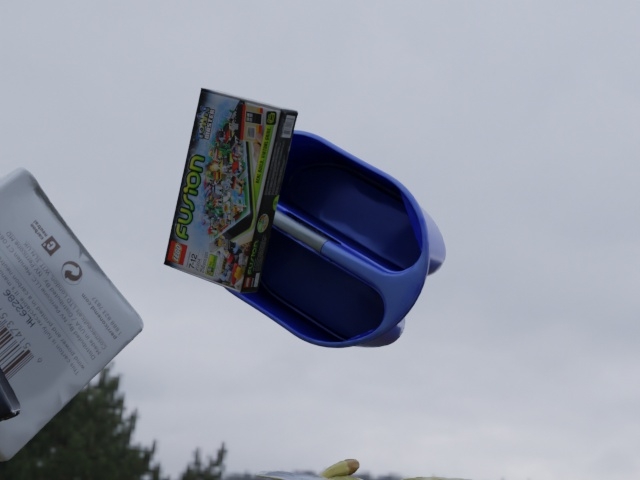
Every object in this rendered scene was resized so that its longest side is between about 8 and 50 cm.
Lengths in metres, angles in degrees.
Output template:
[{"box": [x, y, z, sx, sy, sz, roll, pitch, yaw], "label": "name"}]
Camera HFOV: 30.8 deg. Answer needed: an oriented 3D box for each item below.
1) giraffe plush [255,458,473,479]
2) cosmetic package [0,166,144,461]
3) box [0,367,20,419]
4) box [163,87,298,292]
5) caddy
[{"box": [0.038, 0.290, 0.960, 0.210, 0.170, 0.181, 7, 8, 32], "label": "giraffe plush"}, {"box": [-0.570, 0.139, 1.841, 0.394, 0.327, 0.329, -17, -67, 46], "label": "cosmetic package"}, {"box": [-0.549, 0.140, 1.346, 0.294, 0.296, 0.183, -28, -1, -13], "label": "box"}, {"box": [-0.101, -0.056, 1.291, 0.114, 0.207, 0.036, 17, 10, 30], "label": "box"}, {"box": [0.000, 0.000, 1.547, 0.341, 0.241, 0.179, 31, 3, 25], "label": "caddy"}]
